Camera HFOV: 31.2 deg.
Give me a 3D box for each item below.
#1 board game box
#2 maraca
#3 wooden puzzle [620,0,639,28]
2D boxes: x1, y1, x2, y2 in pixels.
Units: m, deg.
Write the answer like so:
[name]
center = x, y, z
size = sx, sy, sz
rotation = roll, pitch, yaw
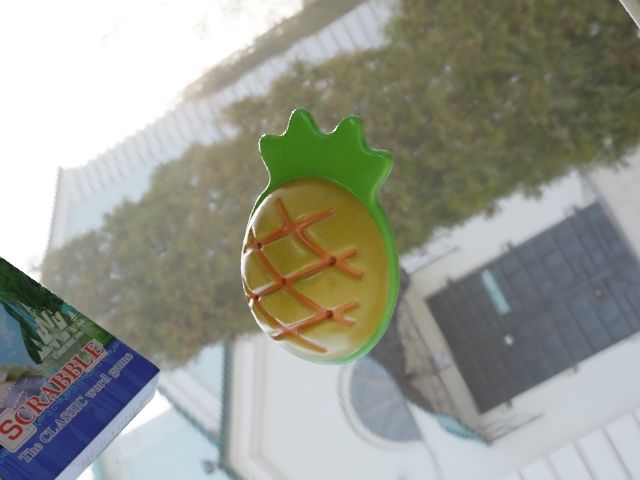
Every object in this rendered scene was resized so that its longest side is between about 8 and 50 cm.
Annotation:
[board game box]
center = -0.385, 0.158, 1.165
size = 0.318, 0.066, 0.319
rotation = 33, -131, 11
[maraca]
center = 0.000, 0.000, 0.818
size = 0.099, 0.127, 0.186
rotation = -24, -59, -61
[wooden puzzle]
center = 0.327, -0.320, 0.822
size = 0.322, 0.347, 0.080
rotation = 52, -149, -7
